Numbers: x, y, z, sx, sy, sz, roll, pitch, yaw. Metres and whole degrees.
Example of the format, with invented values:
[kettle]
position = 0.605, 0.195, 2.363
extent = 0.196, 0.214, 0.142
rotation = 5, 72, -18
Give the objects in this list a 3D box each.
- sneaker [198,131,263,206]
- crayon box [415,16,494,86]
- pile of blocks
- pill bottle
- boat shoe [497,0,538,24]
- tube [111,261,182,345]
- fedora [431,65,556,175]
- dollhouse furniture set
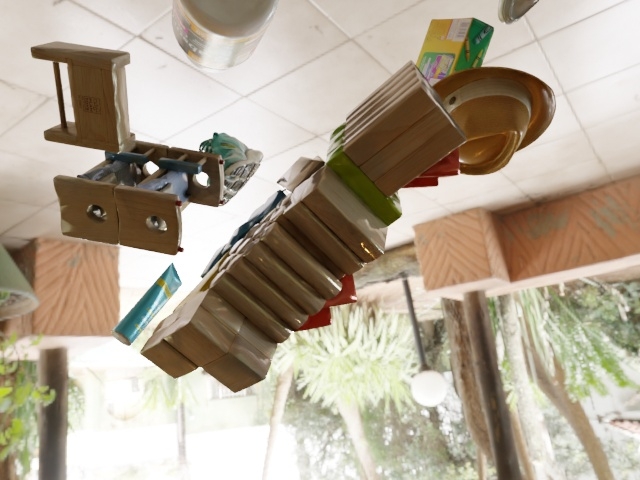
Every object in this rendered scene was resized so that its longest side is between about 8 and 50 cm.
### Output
[sneaker]
position = -0.181, -0.142, 0.964
extent = 0.107, 0.110, 0.275
rotation = -48, -165, 10
[crayon box]
position = 0.315, -0.421, 1.340
extent = 0.081, 0.278, 0.165
rotation = 11, -165, -30
[pile of blocks]
position = 0.000, 0.000, 0.490
extent = 0.362, 0.112, 0.149
rotation = -45, -161, 1
[pill bottle]
position = -0.175, -0.393, 0.908
extent = 0.162, 0.162, 0.278
rotation = -2, -177, -17
[boat shoe]
position = 0.474, -0.570, 1.117
extent = 0.079, 0.081, 0.227
rotation = 23, 110, -31
[tube]
position = -0.389, 0.146, 1.191
extent = 0.052, 0.207, 0.080
rotation = 18, 139, 18
[fedora]
position = 0.219, -0.145, 0.708
extent = 0.195, 0.079, 0.194
rotation = 7, 150, 4
[dollhouse furniture set]
position = -0.178, -0.102, 0.527
extent = 0.129, 0.129, 0.183
rotation = 11, 120, 6
